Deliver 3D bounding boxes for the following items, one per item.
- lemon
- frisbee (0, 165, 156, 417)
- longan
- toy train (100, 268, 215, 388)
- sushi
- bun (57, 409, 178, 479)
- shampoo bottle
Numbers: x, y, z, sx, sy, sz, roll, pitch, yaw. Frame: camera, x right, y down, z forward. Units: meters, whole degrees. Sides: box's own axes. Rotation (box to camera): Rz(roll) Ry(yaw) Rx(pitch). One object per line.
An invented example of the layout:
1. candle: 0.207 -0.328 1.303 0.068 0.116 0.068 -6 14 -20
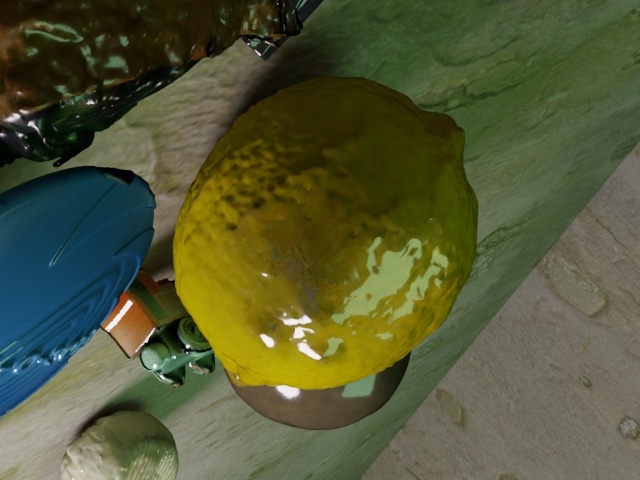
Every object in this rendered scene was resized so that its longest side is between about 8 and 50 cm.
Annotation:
1. lemon: 0.000 0.000 0.850 0.322 0.268 0.268 -48 161 6
2. frisbee: -0.181 0.057 0.540 0.242 0.045 0.242 -43 165 -14
3. longan: -0.004 0.100 1.111 0.248 0.248 0.248 -38 160 -17
4. toy train: -0.136 0.077 0.956 0.074 0.118 0.176 -49 165 29
5. sushi: -0.126 -0.125 0.516 0.287 0.149 0.140 -42 134 -60
6. bun: -0.259 0.287 1.156 0.164 0.111 0.188 -62 157 0
7. shampoo bottle: -0.009 -0.205 0.751 0.137 0.027 0.048 -47 163 6
